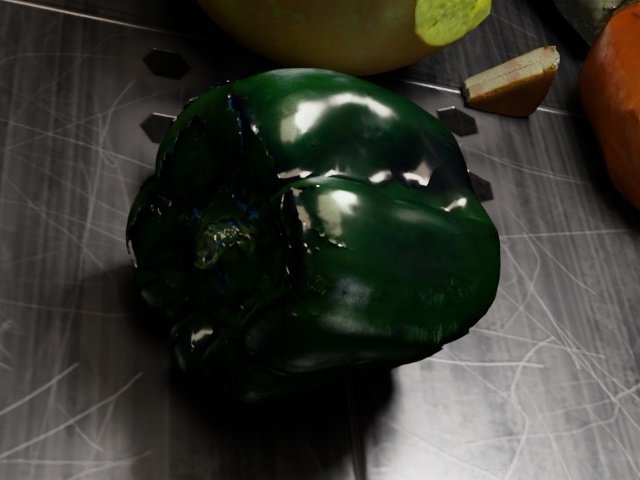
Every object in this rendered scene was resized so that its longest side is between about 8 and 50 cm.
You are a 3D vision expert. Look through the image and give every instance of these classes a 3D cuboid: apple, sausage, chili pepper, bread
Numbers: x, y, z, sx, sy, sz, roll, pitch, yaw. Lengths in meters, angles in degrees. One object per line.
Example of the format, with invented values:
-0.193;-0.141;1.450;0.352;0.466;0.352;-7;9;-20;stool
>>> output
0.042;-0.334;1.386;0.384;0.374;0.374;-4;48;-21;apple
0.358;-0.137;1.467;0.153;0.141;0.268;10;43;-14;sausage
0.000;0.000;1.109;0.257;0.233;0.248;2;61;-35;chili pepper
0.209;-0.160;1.492;0.062;0.109;0.043;49;26;-44;bread

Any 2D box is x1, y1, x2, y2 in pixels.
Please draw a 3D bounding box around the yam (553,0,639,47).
0.326;-0.318;1.647;0.154;0.154;0.254;-3;51;-27;yam
